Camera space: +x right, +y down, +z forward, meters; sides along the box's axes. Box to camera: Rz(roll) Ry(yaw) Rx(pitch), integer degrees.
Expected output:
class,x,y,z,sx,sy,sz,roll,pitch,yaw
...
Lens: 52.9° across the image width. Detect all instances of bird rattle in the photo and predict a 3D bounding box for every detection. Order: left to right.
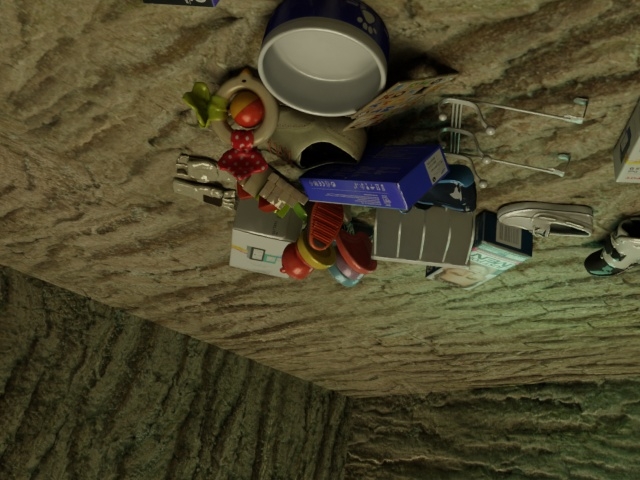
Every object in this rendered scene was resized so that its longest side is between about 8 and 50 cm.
class,x,y,z,sx,sy,sz,roll,pitch,yaw
bird rattle,-0.188,-0.274,1.473,0.207,0.253,0.143,-40,167,15

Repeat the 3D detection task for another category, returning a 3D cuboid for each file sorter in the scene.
class,x,y,z,sx,sy,sz,roll,pitch,yaw
file sorter,0.290,-0.055,1.794,0.278,0.192,0.173,6,151,7

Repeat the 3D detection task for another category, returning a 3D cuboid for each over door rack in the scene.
class,x,y,z,sx,sy,sz,roll,pitch,yaw
over door rack,0.434,-0.223,1.496,0.324,0.108,0.239,4,154,11

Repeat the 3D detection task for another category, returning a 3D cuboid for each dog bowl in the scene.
class,x,y,z,sx,sy,sz,roll,pitch,yaw
dog bowl,0.009,-0.377,1.328,0.265,0.104,0.265,8,154,4

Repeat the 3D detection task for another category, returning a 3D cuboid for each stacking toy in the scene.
class,x,y,z,sx,sy,sz,roll,pitch,yaw
stacking toy,0.000,0.000,1.832,0.309,0.279,0.130,14,137,-44

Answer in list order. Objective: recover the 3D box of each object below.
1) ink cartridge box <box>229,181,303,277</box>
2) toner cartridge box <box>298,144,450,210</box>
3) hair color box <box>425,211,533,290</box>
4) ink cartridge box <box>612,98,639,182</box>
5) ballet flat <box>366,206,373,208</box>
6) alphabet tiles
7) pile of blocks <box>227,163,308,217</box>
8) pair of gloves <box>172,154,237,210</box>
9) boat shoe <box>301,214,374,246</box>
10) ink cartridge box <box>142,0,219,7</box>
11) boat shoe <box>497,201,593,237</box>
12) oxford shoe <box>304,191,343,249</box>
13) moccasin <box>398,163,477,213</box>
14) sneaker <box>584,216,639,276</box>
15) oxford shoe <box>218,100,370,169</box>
class,x,y,z,sx,sy,sz,roll,pitch,yaw
ink cartridge box,-0.159,-0.040,1.962,0.197,0.198,0.270,13,153,-4
toner cartridge box,0.119,-0.157,1.537,0.348,0.165,0.075,10,132,51
hair color box,0.488,0.043,2.012,0.174,0.105,0.347,17,155,-13
ink cartridge box,0.756,-0.216,1.419,0.154,0.093,0.212,4,155,9
ballet flat,0.113,-0.144,1.698,0.084,0.058,0.250,18,-164,-7
alphabet tiles,0.159,-0.299,1.409,0.198,0.009,0.237,-20,175,-39
pile of blocks,-0.142,-0.130,1.634,0.149,0.112,0.362,34,-174,-31
pair of gloves,-0.341,-0.171,1.937,0.204,0.042,0.240,15,153,-11
boat shoe,0.060,-0.027,2.006,0.255,0.095,0.079,1,141,-21
ink cartridge box,-0.259,-0.524,1.190,0.208,0.045,0.206,4,153,8
boat shoe,0.627,-0.051,1.802,0.258,0.084,0.095,0,153,19
oxford shoe,0.001,-0.089,1.722,0.097,0.271,0.098,31,147,-31
moccasin,0.246,-0.122,1.605,0.342,0.138,0.116,23,140,60
sneaker,0.865,0.001,1.823,0.146,0.122,0.330,37,148,-13
oxford shoe,-0.080,-0.251,1.564,0.397,0.146,0.140,1,153,17
